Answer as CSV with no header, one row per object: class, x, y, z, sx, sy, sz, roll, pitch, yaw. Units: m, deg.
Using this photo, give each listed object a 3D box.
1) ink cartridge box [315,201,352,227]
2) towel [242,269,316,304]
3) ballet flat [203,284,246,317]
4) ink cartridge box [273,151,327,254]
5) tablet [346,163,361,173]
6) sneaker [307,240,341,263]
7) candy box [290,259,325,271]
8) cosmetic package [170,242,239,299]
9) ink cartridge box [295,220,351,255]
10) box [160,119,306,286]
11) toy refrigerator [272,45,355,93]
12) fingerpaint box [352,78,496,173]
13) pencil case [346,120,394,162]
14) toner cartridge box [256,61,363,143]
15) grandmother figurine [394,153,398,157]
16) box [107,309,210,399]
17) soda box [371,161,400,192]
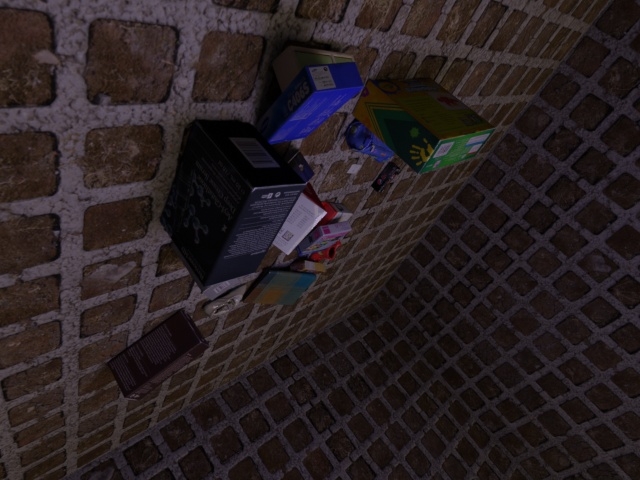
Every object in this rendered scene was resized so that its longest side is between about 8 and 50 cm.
ink cartridge box,0.047,-0.117,2.066,0.134,0.078,0.231,-50,157,23
towel,-0.220,0.261,2.266,0.370,0.040,0.271,12,127,-47
ballet flat,-0.455,0.305,2.022,0.248,0.086,0.086,-28,155,-31
ink cartridge box,-0.095,-0.144,1.459,0.130,0.309,0.272,37,104,-27
tablet,0.159,-0.337,1.934,0.083,0.006,0.054,-9,142,-53
sneaker,0.021,0.071,2.316,0.107,0.118,0.279,-19,156,-44
candy box,-0.072,0.156,2.319,0.109,0.053,0.187,-15,161,34
cosmetic package,-0.410,0.077,1.455,0.127,0.238,0.107,-35,155,-9
ink cartridge box,0.000,0.000,2.083,0.186,0.065,0.311,-12,166,-36
box,-0.279,-0.110,1.240,0.212,0.293,0.395,-15,146,-48
toy refrigerator,0.000,-0.491,1.201,0.270,0.102,0.094,-18,179,-45
fingerpaint box,0.411,-0.466,1.616,0.445,0.371,0.163,-22,152,-42
pencil case,0.220,-0.409,1.731,0.119,0.133,0.306,-53,157,19
toner cartridge box,-0.044,-0.382,1.177,0.165,0.075,0.348,-18,179,-31
grandmother figurine,0.495,-0.517,2.039,0.342,0.104,0.208,-28,164,-24
box,-0.716,0.509,1.828,0.381,0.191,0.143,-36,158,-10
soda box,0.347,-0.335,2.183,0.053,0.060,0.169,-7,141,-54
